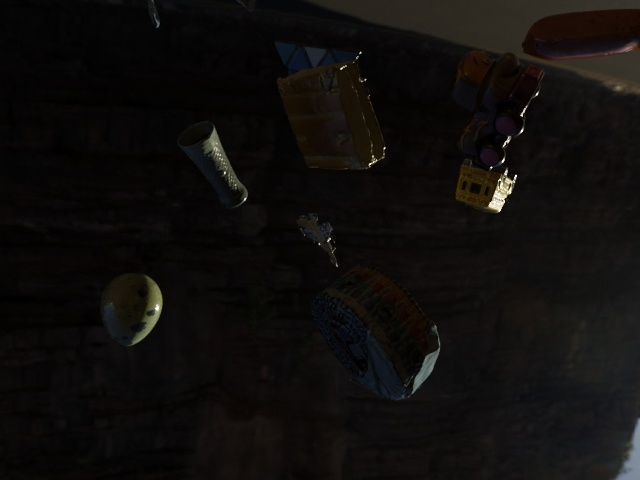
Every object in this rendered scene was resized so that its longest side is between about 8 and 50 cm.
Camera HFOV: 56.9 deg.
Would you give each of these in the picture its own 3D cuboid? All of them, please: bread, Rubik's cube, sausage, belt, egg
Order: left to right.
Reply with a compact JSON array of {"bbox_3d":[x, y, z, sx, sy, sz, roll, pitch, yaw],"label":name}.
[{"bbox_3d":[-0.569,0.207,1.767,0.177,0.227,0.177,12,-174,-1],"label":"egg"},{"bbox_3d":[-0.006,-0.574,1.894,0.250,0.284,0.234,36,-144,3],"label":"Rubik's cube"},{"bbox_3d":[0.025,-0.286,1.362,0.111,0.239,0.246,-33,-154,-25],"label":"bread"},{"bbox_3d":[0.107,0.176,1.126,0.150,0.257,0.207,-35,172,-27],"label":"belt"},{"bbox_3d":[0.610,-0.439,1.249,0.349,0.093,0.097,4,-178,28],"label":"sausage"}]

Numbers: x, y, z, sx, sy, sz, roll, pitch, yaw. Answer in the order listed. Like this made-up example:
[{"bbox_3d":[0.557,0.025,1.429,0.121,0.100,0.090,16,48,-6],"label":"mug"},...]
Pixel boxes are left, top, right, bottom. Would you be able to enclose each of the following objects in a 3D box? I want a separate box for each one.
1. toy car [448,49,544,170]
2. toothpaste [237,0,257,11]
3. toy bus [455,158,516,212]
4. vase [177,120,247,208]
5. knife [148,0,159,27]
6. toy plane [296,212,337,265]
[{"bbox_3d":[0.480,-0.385,1.715,0.241,0.340,0.271,28,-133,11],"label":"toy car"},{"bbox_3d":[-0.273,-0.691,1.446,0.299,0.113,0.073,23,-168,-27],"label":"toothpaste"},{"bbox_3d":[0.550,-0.175,1.966,0.144,0.151,0.330,17,-173,24],"label":"toy bus"},{"bbox_3d":[-0.256,-0.178,1.454,0.096,0.219,0.096,-14,-136,14],"label":"vase"},{"bbox_3d":[-0.447,-0.639,1.534,0.019,0.044,0.312,-24,-131,3],"label":"knife"},{"bbox_3d":[0.005,-0.015,2.084,0.160,0.234,0.082,-10,-141,48],"label":"toy plane"}]
